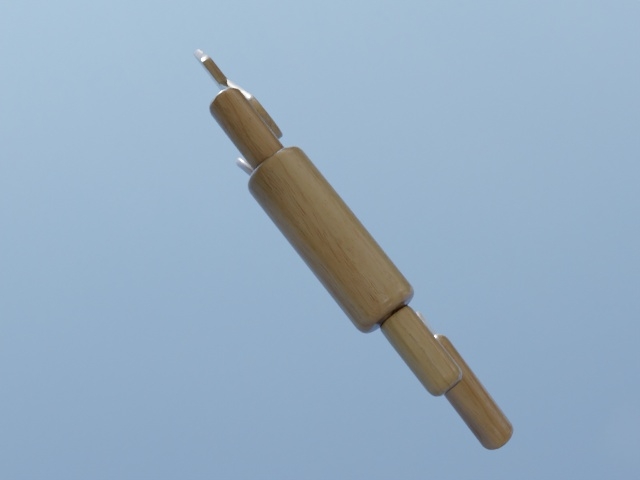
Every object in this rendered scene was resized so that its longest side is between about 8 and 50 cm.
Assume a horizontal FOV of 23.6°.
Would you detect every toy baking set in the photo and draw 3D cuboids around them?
[{"bbox_3d":[0.000,0.000,0.733,0.030,0.197,0.256,-38,-98,-2],"label":"toy baking set"}]
